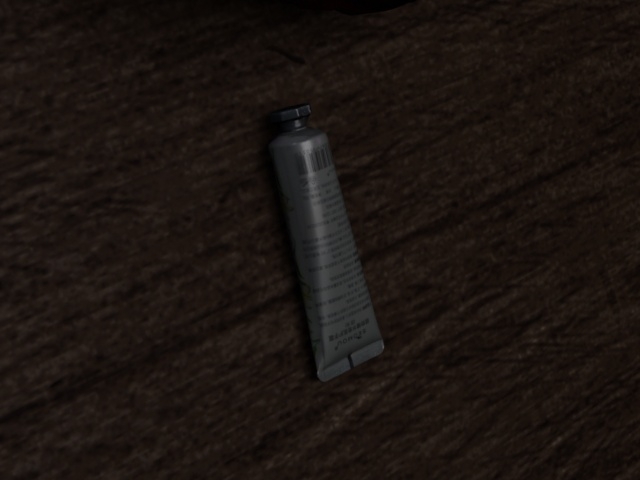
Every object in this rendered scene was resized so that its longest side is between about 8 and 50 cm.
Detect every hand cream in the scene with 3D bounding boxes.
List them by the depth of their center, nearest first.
[{"bbox_3d":[0.000,0.000,0.925,0.067,0.042,0.194,-24,106,-42],"label":"hand cream"}]

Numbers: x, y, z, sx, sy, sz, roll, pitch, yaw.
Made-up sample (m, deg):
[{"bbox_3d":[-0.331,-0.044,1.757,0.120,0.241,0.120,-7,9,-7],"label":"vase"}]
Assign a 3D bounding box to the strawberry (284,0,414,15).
[{"bbox_3d":[-0.018,-0.284,0.818,0.345,0.295,0.317,43,41,-62],"label":"strawberry"}]
